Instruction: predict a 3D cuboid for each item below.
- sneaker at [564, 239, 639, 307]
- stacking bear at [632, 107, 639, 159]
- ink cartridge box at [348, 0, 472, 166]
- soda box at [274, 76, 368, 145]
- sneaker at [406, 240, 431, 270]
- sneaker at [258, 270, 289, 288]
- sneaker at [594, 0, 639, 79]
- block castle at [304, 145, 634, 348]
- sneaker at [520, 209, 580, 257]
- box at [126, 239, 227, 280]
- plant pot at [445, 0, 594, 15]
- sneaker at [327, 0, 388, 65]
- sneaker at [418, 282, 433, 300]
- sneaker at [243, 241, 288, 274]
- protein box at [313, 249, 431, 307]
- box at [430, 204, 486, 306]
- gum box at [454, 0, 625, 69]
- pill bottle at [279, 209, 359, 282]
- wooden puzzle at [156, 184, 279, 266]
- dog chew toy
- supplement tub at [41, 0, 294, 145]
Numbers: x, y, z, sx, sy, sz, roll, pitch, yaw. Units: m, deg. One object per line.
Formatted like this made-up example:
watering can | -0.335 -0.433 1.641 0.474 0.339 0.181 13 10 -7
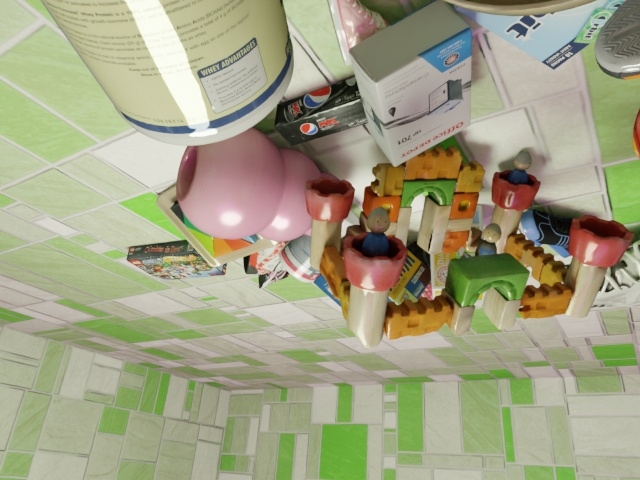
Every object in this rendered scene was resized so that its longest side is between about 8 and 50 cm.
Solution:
sneaker | 0.691 0.067 1.061 0.258 0.169 0.447 -12 157 -10
stacking bear | 0.521 -0.140 0.631 0.289 0.175 0.164 -3 172 -24
ink cartridge box | 0.133 -0.212 0.698 0.140 0.082 0.190 -29 149 1
soda box | 0.009 -0.211 0.810 0.169 0.053 0.060 -11 149 27
sneaker | 0.341 0.067 1.266 0.287 0.108 0.130 5 162 5
sneaker | -0.130 0.097 1.436 0.077 0.071 0.178 4 161 -23
sneaker | 0.484 -0.241 0.550 0.321 0.124 0.180 -24 145 22
block castle | 0.218 -0.016 0.813 0.454 0.303 0.212 -4 119 -16
sneaker | 0.528 -0.024 1.081 0.232 0.081 0.090 17 149 -38
box | -0.411 0.060 1.427 0.233 0.044 0.159 -6 152 21
plant pot | 0.189 -0.314 0.389 0.284 0.283 0.191 -13 -176 32
sneaker | 0.048 -0.296 0.645 0.070 0.050 0.134 -15 143 8
sneaker | 0.252 0.188 1.528 0.112 0.120 0.299 -13 166 -37
sneaker | -0.099 -0.006 1.211 0.145 0.090 0.270 -3 147 -20
protein box | 0.125 0.094 1.215 0.201 0.136 0.200 41 148 0
box | 0.299 0.035 1.087 0.114 0.203 0.103 -2 153 13
gum box | 0.283 -0.304 0.595 0.185 0.041 0.157 17 150 -26
pill bottle | 0.000 0.000 1.117 0.108 0.108 0.180 26 118 -36
wooden puzzle | -0.232 -0.044 1.094 0.239 0.044 0.221 -21 115 38
dog chew toy | -0.089 -0.089 0.924 0.332 0.206 0.207 13 153 -33
supplement tub | -0.165 -0.279 0.501 0.236 0.235 0.324 1 153 8
